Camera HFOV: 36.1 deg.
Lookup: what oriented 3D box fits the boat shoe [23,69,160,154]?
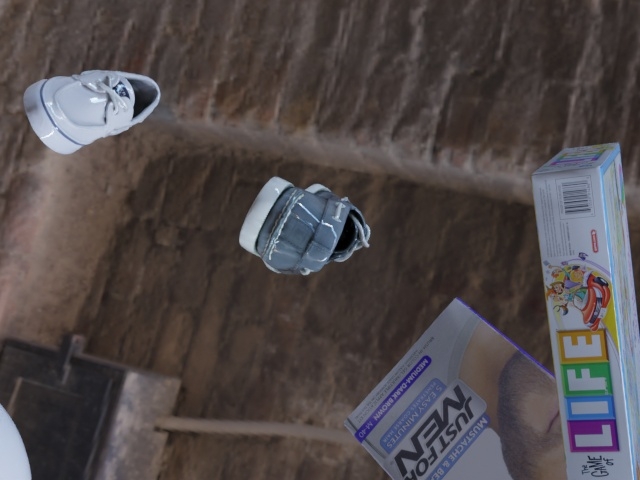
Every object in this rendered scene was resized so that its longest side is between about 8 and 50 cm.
[{"bbox_3d":[-0.268,-0.170,1.185,0.095,0.084,0.258,62,15,-10],"label":"boat shoe"}]

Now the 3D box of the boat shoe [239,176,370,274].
[{"bbox_3d":[0.000,0.000,1.107,0.116,0.099,0.319,-64,168,2],"label":"boat shoe"}]

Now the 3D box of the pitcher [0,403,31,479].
[{"bbox_3d":[-0.311,0.137,0.638,0.178,0.125,0.207,-43,110,-6],"label":"pitcher"}]

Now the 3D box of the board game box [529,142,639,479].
[{"bbox_3d":[0.119,0.040,0.420,0.103,0.026,0.154,-26,109,-67],"label":"board game box"}]

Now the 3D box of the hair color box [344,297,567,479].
[{"bbox_3d":[0.191,0.222,0.944,0.185,0.339,0.110,-49,133,-1],"label":"hair color box"}]
